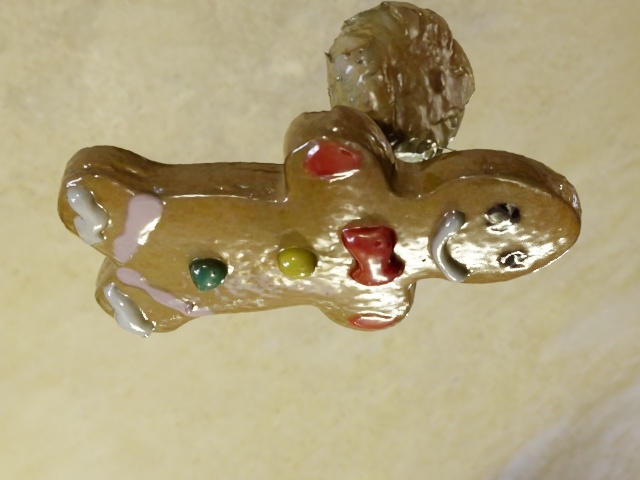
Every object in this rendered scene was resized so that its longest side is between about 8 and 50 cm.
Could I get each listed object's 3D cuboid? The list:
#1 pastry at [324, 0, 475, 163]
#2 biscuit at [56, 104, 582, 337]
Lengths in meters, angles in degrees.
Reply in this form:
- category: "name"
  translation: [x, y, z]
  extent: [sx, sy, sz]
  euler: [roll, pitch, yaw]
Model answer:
- category: "pastry"
  translation: [0.069, -0.136, 1.260]
  extent: [0.153, 0.153, 0.081]
  euler: [-13, 178, -38]
- category: "biscuit"
  translation: [0.000, 0.002, 1.210]
  extent: [0.432, 0.064, 0.283]
  euler: [-2, 144, 8]
